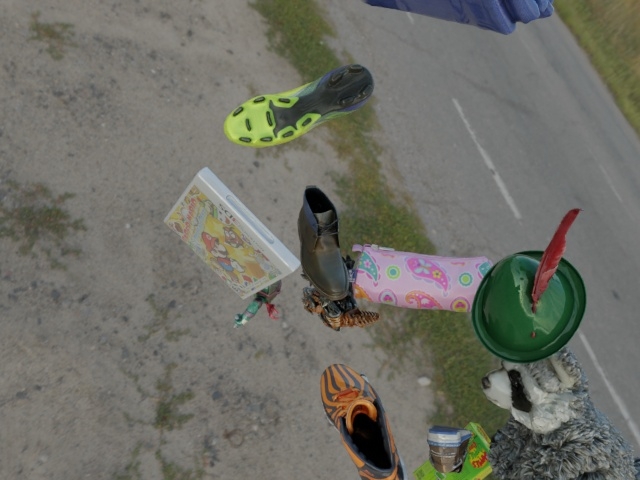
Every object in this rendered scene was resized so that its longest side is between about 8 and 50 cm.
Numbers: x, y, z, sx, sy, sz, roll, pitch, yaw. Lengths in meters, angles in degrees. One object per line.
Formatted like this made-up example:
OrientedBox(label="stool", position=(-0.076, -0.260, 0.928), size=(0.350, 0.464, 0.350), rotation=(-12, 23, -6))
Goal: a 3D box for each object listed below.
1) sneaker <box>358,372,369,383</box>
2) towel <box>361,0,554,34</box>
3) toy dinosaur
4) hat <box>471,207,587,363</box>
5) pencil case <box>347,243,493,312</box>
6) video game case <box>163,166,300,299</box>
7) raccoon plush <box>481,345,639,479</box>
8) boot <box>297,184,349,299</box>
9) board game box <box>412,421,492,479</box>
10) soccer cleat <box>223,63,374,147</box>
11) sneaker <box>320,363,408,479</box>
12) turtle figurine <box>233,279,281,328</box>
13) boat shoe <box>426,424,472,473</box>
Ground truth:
OrientedBox(label="sneaker", position=(0.109, 0.353, 1.303), size=(0.032, 0.037, 0.083), rotation=(-15, 88, -22))
OrientedBox(label="towel", position=(-0.007, -0.269, 0.307), size=(0.336, 0.040, 0.243), rotation=(48, 3, -32))
OrientedBox(label="toy dinosaur", position=(0.056, 0.171, 1.600), size=(0.164, 0.322, 0.218), rotation=(-33, 120, -52))
OrientedBox(label="hat", position=(0.269, 0.056, 0.791), size=(0.183, 0.208, 0.173), rotation=(31, -2, -44))
OrientedBox(label="pencil case", position=(0.199, 0.076, 1.108), size=(0.284, 0.124, 0.124), rotation=(7, 45, 9))
OrientedBox(label="video game case", position=(-0.156, 0.000, 0.922), size=(0.206, 0.227, 0.026), rotation=(46, 59, -8))
OrientedBox(label="raccoon plush", position=(0.491, 0.305, 0.992), size=(0.446, 0.299, 0.216), rotation=(6, 14, -19))
OrientedBox(label="boot", position=(0.000, 0.000, 1.018), size=(0.082, 0.106, 0.219), rotation=(-13, 49, -12))
OrientedBox(label="board game box", position=(0.293, 0.486, 1.189), size=(0.043, 0.181, 0.092), rotation=(25, 23, -44))
OrientedBox(label="soccer cleat", position=(-0.036, -0.238, 1.022), size=(0.121, 0.289, 0.093), rotation=(-168, -125, -84))
OrientedBox(label="sneaker", position=(0.078, 0.338, 1.102), size=(0.321, 0.124, 0.180), rotation=(55, -14, 47))
OrientedBox(label="turtle figurine", position=(-0.143, 0.089, 1.227), size=(0.118, 0.234, 0.175), rotation=(-5, 55, -12))
OrientedBox(label="boat shoe", position=(0.198, 0.330, 0.876), size=(0.183, 0.066, 0.066), rotation=(35, 58, -62))
